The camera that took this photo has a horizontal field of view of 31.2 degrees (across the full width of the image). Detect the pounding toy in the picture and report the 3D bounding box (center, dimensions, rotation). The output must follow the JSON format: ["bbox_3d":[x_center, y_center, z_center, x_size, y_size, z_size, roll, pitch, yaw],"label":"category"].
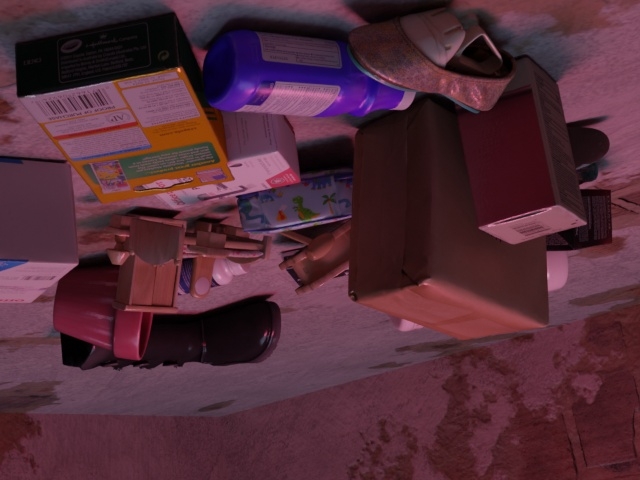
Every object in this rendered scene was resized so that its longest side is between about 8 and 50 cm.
[{"bbox_3d":[0.000,0.000,2.282,0.154,0.155,0.269,-34,-178,-19],"label":"pounding toy"}]

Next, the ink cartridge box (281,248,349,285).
[{"bbox_3d":[0.036,0.050,2.518,0.206,0.045,0.208,-12,165,8],"label":"ink cartridge box"}]

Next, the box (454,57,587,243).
[{"bbox_3d":[0.294,-0.128,1.696,0.127,0.232,0.149,-17,162,26],"label":"box"}]

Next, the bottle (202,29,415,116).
[{"bbox_3d":[-0.007,-0.212,1.497,0.283,0.092,0.118,0,165,-29],"label":"bottle"}]

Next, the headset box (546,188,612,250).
[{"bbox_3d":[0.407,-0.039,2.131,0.218,0.110,0.293,-1,-178,29],"label":"headset box"}]

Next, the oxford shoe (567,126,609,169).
[{"bbox_3d":[0.396,-0.155,1.990,0.212,0.076,0.076,-11,-172,22],"label":"oxford shoe"}]

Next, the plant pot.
[{"bbox_3d":[-0.435,0.132,2.309,0.180,0.201,0.201,8,163,-2],"label":"plant pot"}]

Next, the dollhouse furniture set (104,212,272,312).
[{"bbox_3d":[-0.190,0.062,1.965,0.303,0.173,0.355,5,-176,-43],"label":"dollhouse furniture set"}]

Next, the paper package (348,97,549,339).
[{"bbox_3d":[0.208,-0.021,1.824,0.168,0.309,0.325,-15,154,41],"label":"paper package"}]

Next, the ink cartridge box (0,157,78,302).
[{"bbox_3d":[-0.503,-0.010,1.790,0.171,0.168,0.233,3,160,-34],"label":"ink cartridge box"}]

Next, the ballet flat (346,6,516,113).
[{"bbox_3d":[0.157,-0.248,1.496,0.106,0.107,0.316,-42,154,27],"label":"ballet flat"}]

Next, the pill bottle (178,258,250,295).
[{"bbox_3d":[-0.229,0.050,2.278,0.169,0.094,0.094,-14,163,18],"label":"pill bottle"}]

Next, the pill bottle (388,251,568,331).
[{"bbox_3d":[0.311,0.055,2.367,0.361,0.204,0.204,-11,165,-10],"label":"pill bottle"}]

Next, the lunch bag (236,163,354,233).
[{"bbox_3d":[-0.029,-0.071,1.927,0.219,0.090,0.176,-10,-176,7],"label":"lunch bag"}]

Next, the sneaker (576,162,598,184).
[{"bbox_3d":[0.429,-0.118,2.121,0.166,0.065,0.076,0,166,-24],"label":"sneaker"}]

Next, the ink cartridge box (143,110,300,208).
[{"bbox_3d":[-0.154,-0.127,1.718,0.218,0.092,0.158,-10,164,10],"label":"ink cartridge box"}]

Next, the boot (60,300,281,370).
[{"bbox_3d":[-0.366,0.231,2.785,0.445,0.146,0.367,7,156,-32],"label":"boot"}]

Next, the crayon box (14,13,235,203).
[{"bbox_3d":[-0.245,-0.163,1.508,0.203,0.083,0.323,-10,157,4],"label":"crayon box"}]
